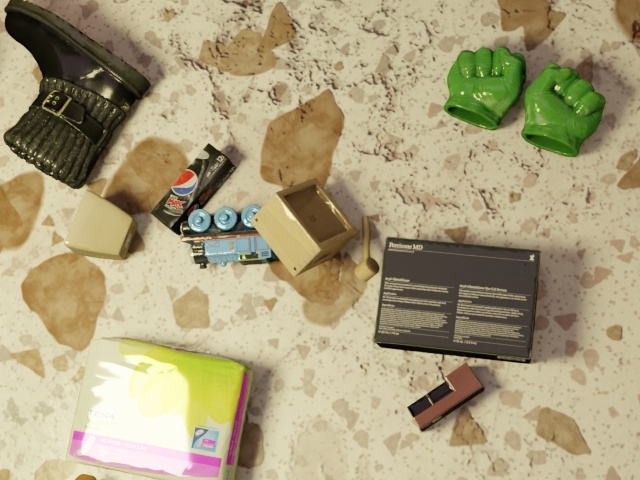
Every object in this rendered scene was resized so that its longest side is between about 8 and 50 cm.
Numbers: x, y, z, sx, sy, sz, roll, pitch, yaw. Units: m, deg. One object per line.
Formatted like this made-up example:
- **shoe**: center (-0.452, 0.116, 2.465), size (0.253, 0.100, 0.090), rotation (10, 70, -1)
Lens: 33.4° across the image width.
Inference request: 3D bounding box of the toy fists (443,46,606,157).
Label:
- **toy fists**: center (0.358, -0.258, 1.876), size (0.279, 0.096, 0.142), rotation (21, 80, 16)

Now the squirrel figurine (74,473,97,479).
- **squirrel figurine**: center (-0.351, 0.636, 1.698), size (0.370, 0.281, 0.397), rotation (35, 83, -2)

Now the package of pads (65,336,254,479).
- **package of pads**: center (-0.276, 0.295, 1.848), size (0.296, 0.101, 0.229), rotation (8, 78, 11)

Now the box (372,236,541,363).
- **box**: center (0.233, 0.101, 1.805), size (0.261, 0.103, 0.184), rotation (6, 80, 12)

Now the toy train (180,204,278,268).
- **toy train**: center (-0.162, -0.005, 1.916), size (0.184, 0.080, 0.105), rotation (-5, 81, 9)

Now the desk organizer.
- **desk organizer**: center (0.209, 0.264, 1.797), size (0.130, 0.047, 0.050), rotation (-34, 71, 0)

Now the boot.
- **boot**: center (-0.523, -0.283, 2.021), size (0.348, 0.131, 0.260), rotation (34, 84, 16)

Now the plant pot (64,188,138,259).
- **plant pot**: center (-0.394, -0.019, 1.951), size (0.096, 0.109, 0.109), rotation (19, 80, 2)

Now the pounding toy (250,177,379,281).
- **pounding toy**: center (0.009, 0.002, 1.869), size (0.206, 0.181, 0.094), rotation (52, 125, 9)

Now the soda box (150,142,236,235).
- **soda box**: center (-0.233, -0.093, 1.958), size (0.053, 0.060, 0.169), rotation (38, 85, 17)
